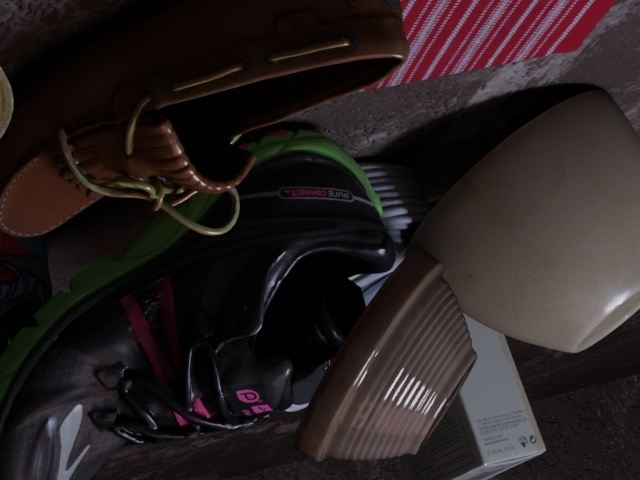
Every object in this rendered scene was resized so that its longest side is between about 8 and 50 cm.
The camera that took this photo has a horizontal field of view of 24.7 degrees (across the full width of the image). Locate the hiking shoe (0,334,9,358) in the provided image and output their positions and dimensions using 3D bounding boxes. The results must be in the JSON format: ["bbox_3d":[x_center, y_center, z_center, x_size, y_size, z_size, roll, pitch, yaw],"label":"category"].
[{"bbox_3d":[-0.447,0.122,1.422,0.304,0.132,0.113,-13,163,-17],"label":"hiking shoe"}]

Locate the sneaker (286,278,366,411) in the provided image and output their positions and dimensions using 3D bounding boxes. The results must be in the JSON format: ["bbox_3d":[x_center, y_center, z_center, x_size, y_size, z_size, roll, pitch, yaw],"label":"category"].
[{"bbox_3d":[-0.001,0.111,1.594,0.147,0.104,0.296,-18,160,15],"label":"sneaker"}]

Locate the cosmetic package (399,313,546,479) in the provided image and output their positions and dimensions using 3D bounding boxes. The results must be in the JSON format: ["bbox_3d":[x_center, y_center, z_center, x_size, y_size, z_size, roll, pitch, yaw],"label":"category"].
[{"bbox_3d":[0.150,0.153,1.859,0.113,0.309,0.160,-5,160,-37],"label":"cosmetic package"}]

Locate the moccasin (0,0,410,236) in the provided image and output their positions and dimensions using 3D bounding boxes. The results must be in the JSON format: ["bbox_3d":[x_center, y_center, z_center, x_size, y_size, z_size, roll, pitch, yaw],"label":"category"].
[{"bbox_3d":[-0.099,-0.088,1.083,0.380,0.147,0.139,-25,163,22],"label":"moccasin"}]

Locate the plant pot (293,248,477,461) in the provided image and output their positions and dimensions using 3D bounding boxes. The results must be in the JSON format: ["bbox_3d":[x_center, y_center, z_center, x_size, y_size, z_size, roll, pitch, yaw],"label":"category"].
[{"bbox_3d":[0.081,0.134,1.459,0.237,0.110,0.237,-56,169,-17],"label":"plant pot"}]

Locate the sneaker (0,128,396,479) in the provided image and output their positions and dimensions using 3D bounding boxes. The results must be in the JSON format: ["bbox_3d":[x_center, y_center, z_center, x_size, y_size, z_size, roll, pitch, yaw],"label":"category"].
[{"bbox_3d":[-0.129,0.105,1.352,0.483,0.202,0.185,-44,158,2],"label":"sneaker"}]

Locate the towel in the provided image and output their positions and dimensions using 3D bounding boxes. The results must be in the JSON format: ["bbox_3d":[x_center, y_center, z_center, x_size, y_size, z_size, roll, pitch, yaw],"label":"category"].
[{"bbox_3d":[0.124,-0.185,1.219,0.275,0.031,0.199,-12,165,-14],"label":"towel"}]

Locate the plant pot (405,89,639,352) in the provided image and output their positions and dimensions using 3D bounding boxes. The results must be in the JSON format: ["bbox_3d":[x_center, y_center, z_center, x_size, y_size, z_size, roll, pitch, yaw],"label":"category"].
[{"bbox_3d":[0.259,0.006,1.555,0.284,0.191,0.284,-35,162,-13],"label":"plant pot"}]

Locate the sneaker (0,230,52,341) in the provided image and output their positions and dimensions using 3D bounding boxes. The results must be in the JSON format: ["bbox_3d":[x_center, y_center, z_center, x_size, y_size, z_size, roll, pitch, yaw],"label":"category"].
[{"bbox_3d":[-0.334,0.046,1.308,0.104,0.125,0.262,-30,160,34],"label":"sneaker"}]

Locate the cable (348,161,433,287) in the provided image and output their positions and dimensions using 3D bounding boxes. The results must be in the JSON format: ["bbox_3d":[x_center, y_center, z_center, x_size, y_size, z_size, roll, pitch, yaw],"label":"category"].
[{"bbox_3d":[0.000,0.000,1.590,0.257,0.089,0.257,-10,161,-30],"label":"cable"}]

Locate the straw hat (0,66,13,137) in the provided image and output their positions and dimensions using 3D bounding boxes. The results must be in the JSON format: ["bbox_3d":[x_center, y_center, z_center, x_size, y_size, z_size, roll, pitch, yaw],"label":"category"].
[{"bbox_3d":[-0.281,-0.104,0.990,0.144,0.061,0.144,-22,149,-14],"label":"straw hat"}]

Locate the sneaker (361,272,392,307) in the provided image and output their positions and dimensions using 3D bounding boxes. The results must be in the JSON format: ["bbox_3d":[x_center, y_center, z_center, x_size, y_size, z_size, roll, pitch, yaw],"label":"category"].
[{"bbox_3d":[0.106,0.013,1.756,0.258,0.091,0.094,-35,157,-20],"label":"sneaker"}]
